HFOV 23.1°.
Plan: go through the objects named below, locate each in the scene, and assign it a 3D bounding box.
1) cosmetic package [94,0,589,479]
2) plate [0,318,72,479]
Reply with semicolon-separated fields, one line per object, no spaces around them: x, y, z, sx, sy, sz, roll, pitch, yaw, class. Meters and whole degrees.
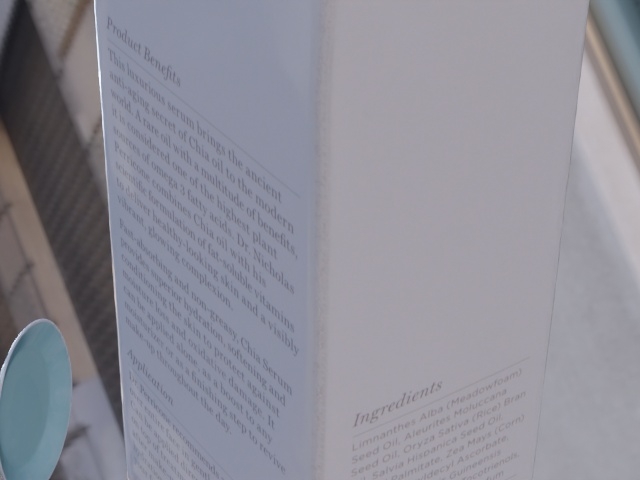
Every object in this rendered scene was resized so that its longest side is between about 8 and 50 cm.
0.000;0.000;0.866;0.161;0.230;0.453;-20;-50;-28;cosmetic package
-0.308;0.175;1.649;0.024;0.188;0.188;3;-2;14;plate
